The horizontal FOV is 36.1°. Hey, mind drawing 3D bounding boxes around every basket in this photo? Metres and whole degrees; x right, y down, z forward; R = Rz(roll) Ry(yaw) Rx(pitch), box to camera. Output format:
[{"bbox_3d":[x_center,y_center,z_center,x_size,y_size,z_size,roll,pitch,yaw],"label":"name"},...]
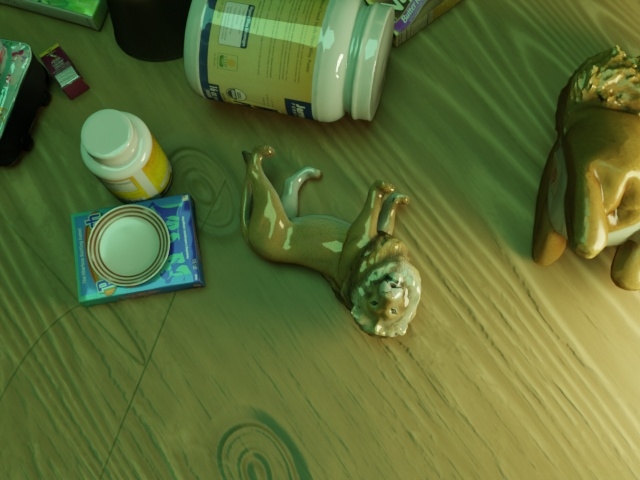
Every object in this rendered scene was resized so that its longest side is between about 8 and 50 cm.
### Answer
[{"bbox_3d":[-0.289,-0.431,1.700,0.204,0.227,0.154,-14,75,0],"label":"basket"}]

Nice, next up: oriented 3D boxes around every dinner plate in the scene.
[{"bbox_3d":[-0.320,0.009,1.644,0.141,0.017,0.141,-1,74,5],"label":"dinner plate"}]

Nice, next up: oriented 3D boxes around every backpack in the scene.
[{"bbox_3d":[-0.636,-0.262,1.713,0.253,0.191,0.225,14,78,13],"label":"backpack"}]

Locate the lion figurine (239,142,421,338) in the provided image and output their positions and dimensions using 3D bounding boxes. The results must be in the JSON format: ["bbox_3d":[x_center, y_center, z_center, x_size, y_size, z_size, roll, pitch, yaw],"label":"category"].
[{"bbox_3d":[0.000,0.000,1.625,0.392,0.142,0.240,18,85,24],"label":"lion figurine"}]

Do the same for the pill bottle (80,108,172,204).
[{"bbox_3d":[-0.325,-0.140,1.631,0.117,0.215,0.117,-1,75,4],"label":"pill bottle"}]

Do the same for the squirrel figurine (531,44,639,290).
[{"bbox_3d":[0.551,-0.112,1.529,0.370,0.281,0.397,7,78,0],"label":"squirrel figurine"}]

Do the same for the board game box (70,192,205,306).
[{"bbox_3d":[-0.312,0.017,1.675,0.210,0.047,0.160,-11,75,3],"label":"board game box"}]

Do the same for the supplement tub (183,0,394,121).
[{"bbox_3d":[-0.048,-0.325,1.650,0.316,0.228,0.228,12,77,8],"label":"supplement tub"}]

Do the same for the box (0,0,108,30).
[{"bbox_3d":[-0.467,-0.571,1.839,0.232,0.058,0.322,16,78,9],"label":"box"}]

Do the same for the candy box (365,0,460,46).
[{"bbox_3d":[0.175,-0.445,1.755,0.187,0.053,0.109,-36,75,-6],"label":"candy box"}]

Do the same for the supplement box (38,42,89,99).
[{"bbox_3d":[-0.462,-0.304,1.769,0.043,0.055,0.083,-34,76,-5],"label":"supplement box"}]
